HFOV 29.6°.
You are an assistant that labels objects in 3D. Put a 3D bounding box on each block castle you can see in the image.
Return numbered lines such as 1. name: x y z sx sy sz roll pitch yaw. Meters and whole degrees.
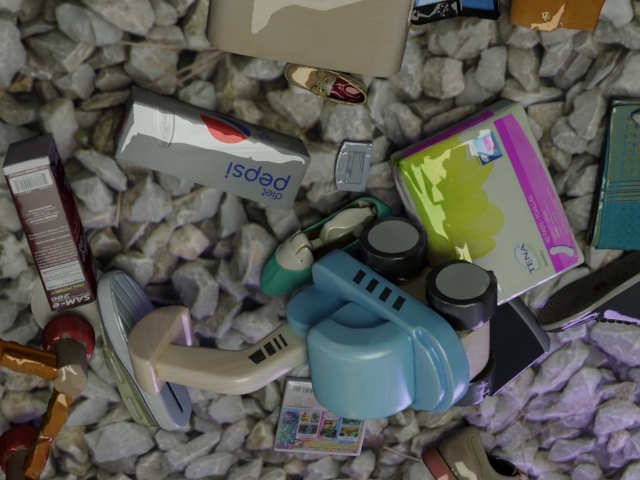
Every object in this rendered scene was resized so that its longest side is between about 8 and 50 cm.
1. block castle: -0.601 0.214 1.865 0.453 0.213 0.303 19 105 -19

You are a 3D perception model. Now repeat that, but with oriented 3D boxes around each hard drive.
1. hard drive: 0.269 0.148 2.070 0.172 0.054 0.254 -40 114 8

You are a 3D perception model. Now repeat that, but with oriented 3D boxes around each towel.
1. towel: 0.637 -0.110 2.032 0.370 0.040 0.271 -1 115 -11

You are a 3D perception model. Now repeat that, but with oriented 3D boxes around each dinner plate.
1. dinner plate: -0.396 0.104 1.956 0.141 0.017 0.141 -3 115 -7

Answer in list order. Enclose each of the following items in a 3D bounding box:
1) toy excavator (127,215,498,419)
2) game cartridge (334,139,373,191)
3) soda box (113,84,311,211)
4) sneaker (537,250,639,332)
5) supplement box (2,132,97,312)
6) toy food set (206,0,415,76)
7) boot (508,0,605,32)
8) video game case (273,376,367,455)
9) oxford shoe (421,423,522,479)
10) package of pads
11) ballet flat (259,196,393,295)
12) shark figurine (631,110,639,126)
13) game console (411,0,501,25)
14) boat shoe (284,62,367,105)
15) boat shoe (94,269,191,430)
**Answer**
1. toy excavator: -0.009 0.155 1.836 0.445 0.433 0.222 -33 138 -30
2. game cartridge: 0.051 -0.119 1.936 0.056 0.017 0.083 3 113 -15
3. soda box: -0.166 -0.140 1.846 0.286 0.091 0.098 17 109 -17
4. sneaker: 0.491 0.122 2.083 0.222 0.083 0.118 -29 120 7
5. supplement box: -0.405 -0.027 1.826 0.073 0.130 0.239 -15 112 -4
6. toy food set: -0.006 -0.375 1.783 0.306 0.092 0.219 8 117 -7
7. boot: 0.311 -0.425 1.800 0.295 0.104 0.211 12 114 -14
8. video game case: 0.005 0.308 2.115 0.157 0.019 0.143 6 113 -13
9. oxford shoe: 0.328 0.477 2.192 0.130 0.123 0.348 -38 115 2
10. package of pads: 0.260 -0.045 1.926 0.229 0.101 0.296 -26 104 -4
11. ballet flat: 0.000 0.000 1.937 0.247 0.083 0.087 -29 148 -1
12. shark figurine: 0.632 -0.113 1.958 0.166 0.116 0.278 -14 112 32
13. game console: 0.191 -0.392 1.801 0.124 0.085 0.144 -13 115 -4
14. boat shoe: 0.012 -0.242 1.858 0.135 0.045 0.050 13 110 -15
15. boat shoe: -0.308 0.188 1.959 0.094 0.109 0.302 -9 115 24
